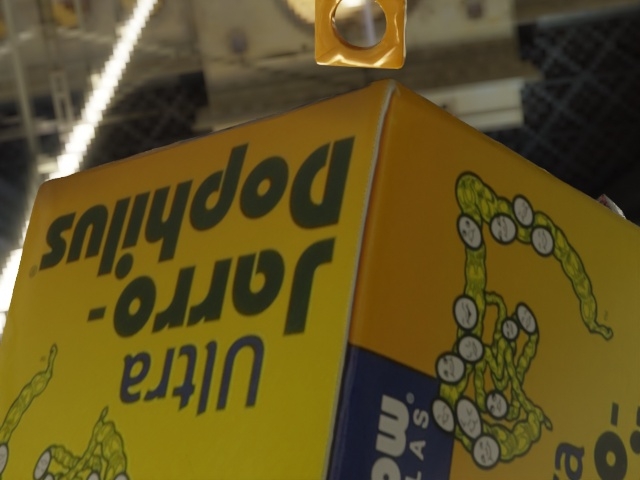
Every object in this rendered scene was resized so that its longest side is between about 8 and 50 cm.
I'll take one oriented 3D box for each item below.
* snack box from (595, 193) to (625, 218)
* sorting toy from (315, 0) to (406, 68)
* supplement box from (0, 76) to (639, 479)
[{"bbox_3d":[0.284,0.027,1.773,0.100,0.037,0.141,-41,-150,18],"label":"snack box"},{"bbox_3d":[0.038,-0.286,1.137,0.196,0.347,0.047,16,-157,8],"label":"sorting toy"},{"bbox_3d":[0.066,0.111,0.662,0.356,0.195,0.194,26,154,-38],"label":"supplement box"}]
